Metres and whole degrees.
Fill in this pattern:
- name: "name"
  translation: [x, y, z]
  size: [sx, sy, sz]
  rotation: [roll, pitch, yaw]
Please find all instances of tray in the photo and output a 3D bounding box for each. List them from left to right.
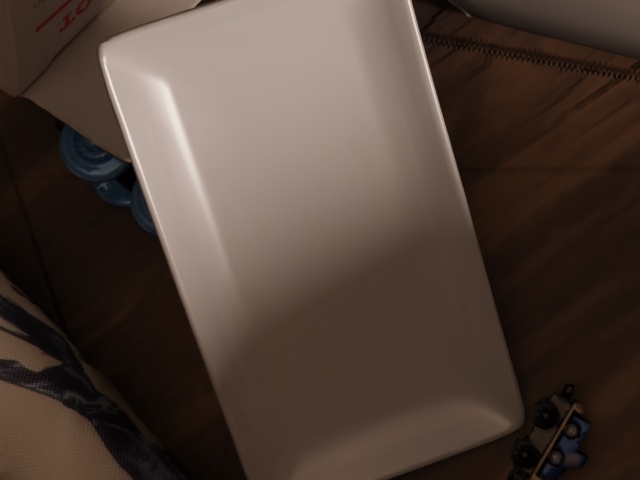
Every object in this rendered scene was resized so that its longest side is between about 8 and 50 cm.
- name: "tray"
  translation: [0.000, 0.000, 0.887]
  size: [0.145, 0.030, 0.270]
  rotation: [-19, 117, -3]

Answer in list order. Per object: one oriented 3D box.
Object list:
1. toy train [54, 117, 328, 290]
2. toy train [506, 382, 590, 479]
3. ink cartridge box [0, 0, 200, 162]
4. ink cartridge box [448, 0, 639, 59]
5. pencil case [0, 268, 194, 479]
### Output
- name: "toy train"
  translation: [-0.052, -0.040, 0.959]
  size: [0.184, 0.080, 0.105]
  rotation: [37, 86, 17]
- name: "toy train"
  translation: [0.094, 0.145, 0.925]
  size: [0.036, 0.027, 0.158]
  rotation: [28, 93, 8]
- name: "ink cartridge box"
  translation: [-0.169, -0.217, 0.940]
  size: [0.353, 0.119, 0.207]
  rotation: [33, 62, 15]
- name: "ink cartridge box"
  translation: [0.148, -0.216, 0.858]
  size: [0.171, 0.168, 0.233]
  rotation: [18, 89, 30]
- name: "pencil case"
  translation: [-0.198, 0.108, 0.938]
  size: [0.410, 0.160, 0.183]
  rotation: [44, 106, 15]
